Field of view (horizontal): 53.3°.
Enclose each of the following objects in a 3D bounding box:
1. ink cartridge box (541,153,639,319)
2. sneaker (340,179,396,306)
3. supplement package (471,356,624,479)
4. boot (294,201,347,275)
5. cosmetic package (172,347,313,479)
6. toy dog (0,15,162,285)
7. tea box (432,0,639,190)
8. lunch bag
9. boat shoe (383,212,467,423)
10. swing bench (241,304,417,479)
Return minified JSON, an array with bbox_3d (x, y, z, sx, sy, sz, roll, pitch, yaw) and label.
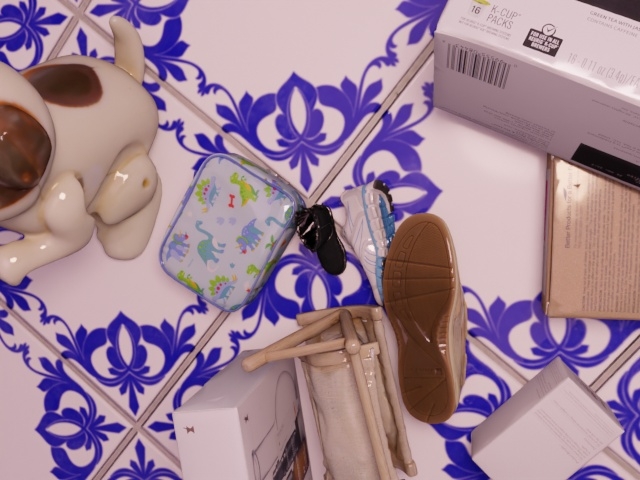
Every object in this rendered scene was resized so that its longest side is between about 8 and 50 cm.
[{"bbox_3d":[0.404,-0.013,0.861,0.193,0.088,0.234,2,96,14],"label":"ink cartridge box"},{"bbox_3d":[0.073,0.006,0.961,0.083,0.071,0.190,-5,97,36],"label":"sneaker"},{"bbox_3d":[0.314,0.272,0.905,0.105,0.105,0.179,45,103,4],"label":"supplement package"},{"bbox_3d":[0.001,0.000,0.951,0.045,0.099,0.121,-13,93,16],"label":"boot"},{"bbox_3d":[-0.087,0.373,0.919,0.097,0.284,0.377,-7,95,14],"label":"cosmetic package"},{"bbox_3d":[-0.387,-0.125,0.868,0.284,0.408,0.395,40,104,5],"label":"toy dog"},{"bbox_3d":[0.346,-0.270,0.734,0.329,0.220,0.323,25,84,13],"label":"tea box"},{"bbox_3d":[-0.139,-0.017,0.987,0.176,0.090,0.219,31,102,7],"label":"lunch bag"},{"bbox_3d":[0.163,0.107,0.929,0.109,0.098,0.302,-2,98,29],"label":"boat shoe"},{"bbox_3d":[0.033,0.237,0.888,0.165,0.255,0.253,-12,94,17],"label":"swing bench"}]
